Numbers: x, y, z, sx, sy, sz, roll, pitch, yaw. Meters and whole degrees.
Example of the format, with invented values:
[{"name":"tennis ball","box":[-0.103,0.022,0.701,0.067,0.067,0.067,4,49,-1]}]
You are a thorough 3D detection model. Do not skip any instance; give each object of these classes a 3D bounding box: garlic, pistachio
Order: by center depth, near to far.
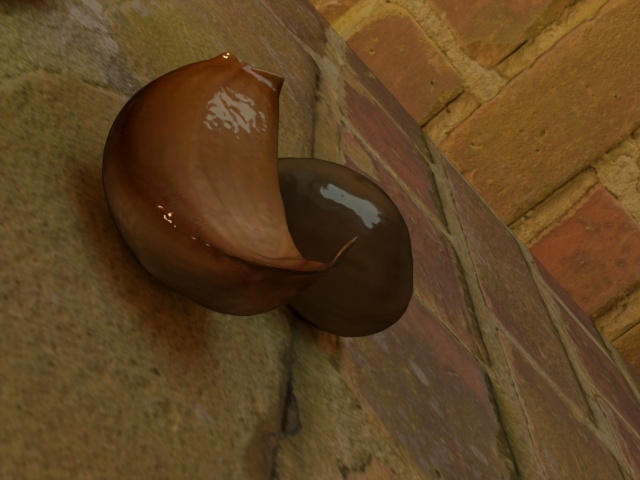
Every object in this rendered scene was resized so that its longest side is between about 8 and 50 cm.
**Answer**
[{"name":"garlic","box":[-0.068,-0.017,0.671,0.115,0.128,0.206,97,-21,-45]},{"name":"pistachio","box":[0.000,0.000,0.842,0.185,0.124,0.124,29,20,-16]}]
